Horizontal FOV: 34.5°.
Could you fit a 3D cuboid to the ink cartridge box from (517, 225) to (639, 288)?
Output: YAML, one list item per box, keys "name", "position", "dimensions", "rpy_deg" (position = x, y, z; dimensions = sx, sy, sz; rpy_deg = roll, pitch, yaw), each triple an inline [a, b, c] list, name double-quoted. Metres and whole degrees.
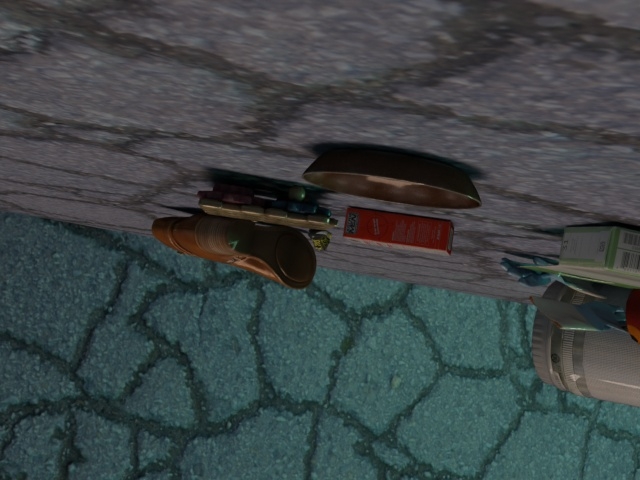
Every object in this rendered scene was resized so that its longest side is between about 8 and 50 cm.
- name: "ink cartridge box"
  position: [0.362, 0.024, 1.234]
  dimensions: [0.171, 0.056, 0.235]
  rpy_deg: [11, 179, -13]

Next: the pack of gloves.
- name: "pack of gloves"
  position: [0.416, 0.079, 1.685]
  dimensions: [0.232, 0.046, 0.195]
  rpy_deg: [9, -154, -36]

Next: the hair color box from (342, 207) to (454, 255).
- name: "hair color box"
  position: [0.107, -0.012, 1.400]
  dimensions: [0.141, 0.043, 0.072]
  rpy_deg: [7, 176, 12]

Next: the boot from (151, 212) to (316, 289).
- name: "boot"
  position: [-0.162, 0.017, 1.949]
  dimensions: [0.220, 0.109, 0.283]
  rpy_deg: [4, 171, 42]

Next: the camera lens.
- name: "camera lens"
  position: [0.543, 0.181, 1.834]
  dimensions: [0.274, 0.220, 0.219]
  rpy_deg: [6, 175, 38]

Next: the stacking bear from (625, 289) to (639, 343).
- name: "stacking bear"
  position: [0.565, 0.129, 1.548]
  dimensions: [0.175, 0.164, 0.289]
  rpy_deg: [44, 176, -19]

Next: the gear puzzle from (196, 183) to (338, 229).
- name: "gear puzzle"
  position: [-0.072, -0.048, 1.381]
  dimensions: [0.175, 0.044, 0.339]
  rpy_deg: [8, 179, -4]

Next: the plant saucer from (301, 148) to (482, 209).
- name: "plant saucer"
  position: [0.067, -0.058, 0.954]
  dimensions: [0.168, 0.029, 0.168]
  rpy_deg: [8, 176, 1]

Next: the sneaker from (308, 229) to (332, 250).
- name: "sneaker"
  position: [0.000, 0.000, 1.870]
  dimensions: [0.031, 0.035, 0.083]
  rpy_deg: [7, 175, 23]
